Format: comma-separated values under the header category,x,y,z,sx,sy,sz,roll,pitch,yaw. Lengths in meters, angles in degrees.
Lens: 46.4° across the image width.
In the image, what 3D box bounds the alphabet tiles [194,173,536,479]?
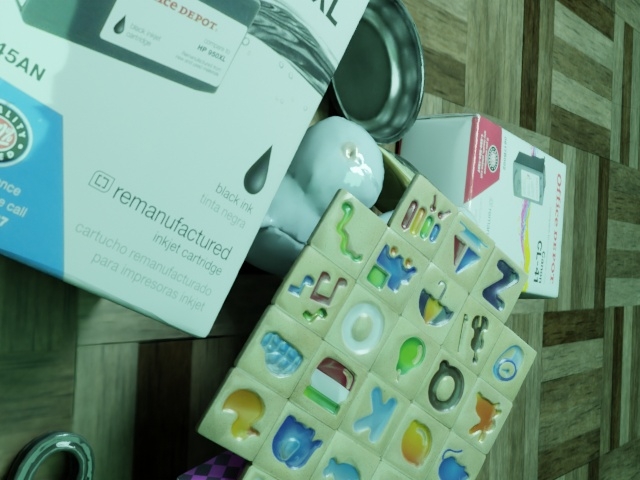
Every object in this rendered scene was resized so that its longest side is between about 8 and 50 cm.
category,x,y,z,sx,sy,sz,roll,pitch,yaw
alphabet tiles,0.060,0.129,0.660,0.285,0.011,0.343,38,75,-27

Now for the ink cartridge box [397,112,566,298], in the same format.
category,x,y,z,sx,sy,sz,roll,pitch,yaw
ink cartridge box,0.237,-0.037,1.091,0.306,0.131,0.226,11,82,-48

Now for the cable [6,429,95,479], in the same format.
category,x,y,z,sx,sy,sz,roll,pitch,yaw
cable,-0.261,0.295,0.585,0.139,0.072,0.287,14,68,-32

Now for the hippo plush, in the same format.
category,x,y,z,sx,sy,sz,roll,pitch,yaw
hippo plush,0.000,0.000,0.796,0.294,0.234,0.236,-38,107,5

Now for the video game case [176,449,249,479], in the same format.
category,x,y,z,sx,sy,sz,roll,pitch,yaw
video game case,-0.034,0.240,0.719,0.232,0.042,0.210,-20,142,-32

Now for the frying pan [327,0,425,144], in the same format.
category,x,y,z,sx,sy,sz,roll,pitch,yaw
frying pan,0.032,-0.181,0.901,0.326,0.053,0.197,-47,124,-36

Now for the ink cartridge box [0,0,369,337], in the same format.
category,x,y,z,sx,sy,sz,roll,pitch,yaw
ink cartridge box,-0.139,-0.168,0.551,0.285,0.166,0.395,33,79,-45

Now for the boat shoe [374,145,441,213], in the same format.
category,x,y,z,sx,sy,sz,roll,pitch,yaw
boat shoe,0.127,-0.037,0.932,0.223,0.080,0.073,50,37,12
